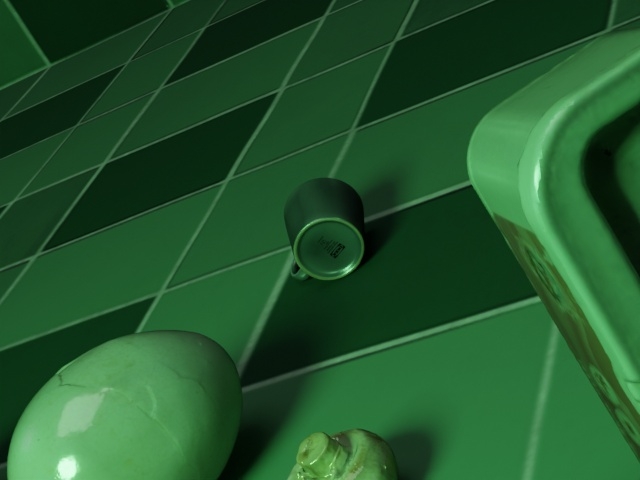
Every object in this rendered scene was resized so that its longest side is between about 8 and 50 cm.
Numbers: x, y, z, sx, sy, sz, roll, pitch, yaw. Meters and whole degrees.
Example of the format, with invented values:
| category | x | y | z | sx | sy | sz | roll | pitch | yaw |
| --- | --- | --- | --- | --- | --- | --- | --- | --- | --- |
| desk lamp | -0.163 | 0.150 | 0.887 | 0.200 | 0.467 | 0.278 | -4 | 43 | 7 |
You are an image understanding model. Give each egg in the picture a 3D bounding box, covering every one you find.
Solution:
| category | x | y | z | sx | sy | sz | roll | pitch | yaw |
| --- | --- | --- | --- | --- | --- | --- | --- | --- | --- |
| egg | -0.147 | 0.152 | 1.076 | 0.151 | 0.151 | 0.209 | -2 | 36 | 51 |

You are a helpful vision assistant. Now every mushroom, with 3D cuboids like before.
| category | x | y | z | sx | sy | sz | roll | pitch | yaw |
| --- | --- | --- | --- | --- | --- | --- | --- | --- | --- |
| mushroom | 0.013 | 0.165 | 0.955 | 0.084 | 0.067 | 0.083 | -28 | 29 | 17 |

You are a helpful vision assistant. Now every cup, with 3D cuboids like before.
| category | x | y | z | sx | sy | sz | roll | pitch | yaw |
| --- | --- | --- | --- | --- | --- | --- | --- | --- | --- |
| cup | 0.000 | 0.000 | 1.324 | 0.100 | 0.078 | 0.077 | -60 | 17 | 24 |

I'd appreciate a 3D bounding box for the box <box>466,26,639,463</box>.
| category | x | y | z | sx | sy | sz | roll | pitch | yaw |
| --- | --- | --- | --- | --- | --- | --- | --- | --- | --- |
| box | 0.206 | 0.031 | 0.697 | 0.175 | 0.311 | 0.182 | -34 | 13 | -6 |
